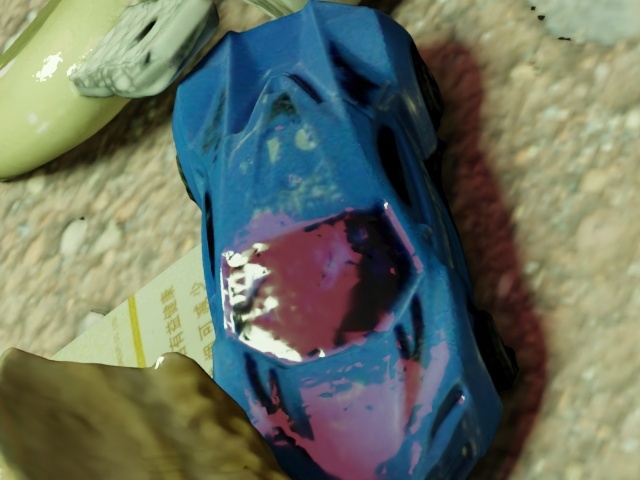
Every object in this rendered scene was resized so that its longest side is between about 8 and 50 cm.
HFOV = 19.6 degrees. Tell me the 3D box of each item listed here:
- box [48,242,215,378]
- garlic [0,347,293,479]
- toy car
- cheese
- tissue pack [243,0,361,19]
[{"bbox_3d":[-0.075,0.068,0.708,0.167,0.024,0.090,-37,43,19],"label":"box"},{"bbox_3d":[-0.087,0.204,0.512,0.279,0.132,0.325,39,108,49],"label":"garlic"},{"bbox_3d":[0.000,0.000,0.633,0.103,0.063,0.216,-20,46,10],"label":"toy car"},{"bbox_3d":[-0.097,-0.076,0.782,0.127,0.050,0.235,-50,18,-11],"label":"cheese"},{"bbox_3d":[-0.005,-0.295,0.776,0.356,0.194,0.266,-54,39,0],"label":"tissue pack"}]
